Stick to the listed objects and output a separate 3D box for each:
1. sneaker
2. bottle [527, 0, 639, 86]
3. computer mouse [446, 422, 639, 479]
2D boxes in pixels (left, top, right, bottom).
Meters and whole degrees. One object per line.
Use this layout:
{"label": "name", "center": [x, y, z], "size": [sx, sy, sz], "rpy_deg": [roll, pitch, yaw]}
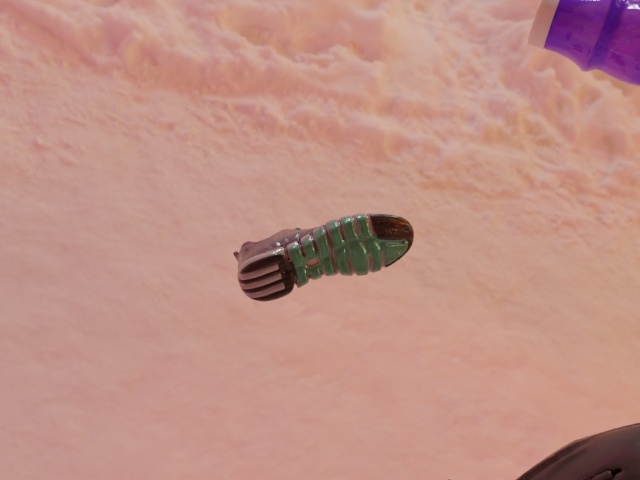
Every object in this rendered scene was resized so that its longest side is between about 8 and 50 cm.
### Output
{"label": "sneaker", "center": [0.000, 0.000, 0.808], "size": [0.224, 0.083, 0.098], "rpy_deg": [-14, 29, -10]}
{"label": "bottle", "center": [0.377, -0.213, 0.709], "size": [0.283, 0.092, 0.118], "rpy_deg": [20, 31, 15]}
{"label": "computer mouse", "center": [0.190, 0.214, 0.442], "size": [0.060, 0.262, 0.184], "rpy_deg": [54, 25, -31]}
